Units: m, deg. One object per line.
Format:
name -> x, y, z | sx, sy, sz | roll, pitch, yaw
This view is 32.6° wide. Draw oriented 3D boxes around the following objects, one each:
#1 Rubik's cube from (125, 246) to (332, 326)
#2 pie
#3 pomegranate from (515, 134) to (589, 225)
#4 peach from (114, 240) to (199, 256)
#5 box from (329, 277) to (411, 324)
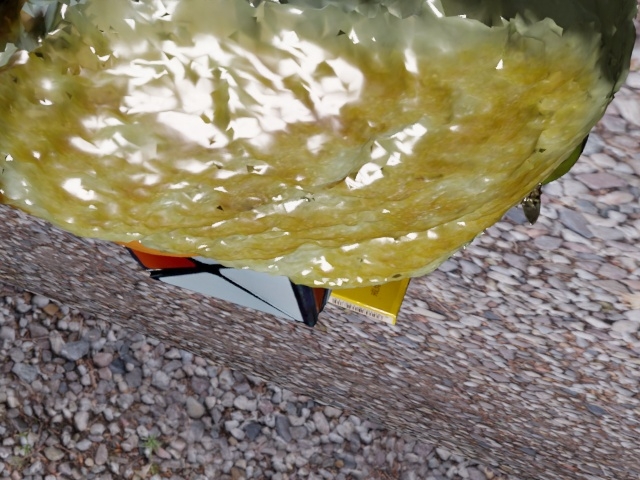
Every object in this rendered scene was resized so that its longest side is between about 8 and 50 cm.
Rubik's cube -> -0.084, -0.075, 1.244 | 0.248, 0.246, 0.250 | 17, 161, 12
pie -> -0.013, -0.095, 0.668 | 0.418, 0.180, 0.395 | 14, 155, -27
pomegranate -> 0.200, -0.091, 1.063 | 0.122, 0.161, 0.122 | 6, 147, 4
peach -> -0.132, -0.158, 0.965 | 0.301, 0.343, 0.343 | 29, 159, -6
box -> 0.000, 0.000, 1.490 | 0.269, 0.152, 0.043 | 19, 157, 7
